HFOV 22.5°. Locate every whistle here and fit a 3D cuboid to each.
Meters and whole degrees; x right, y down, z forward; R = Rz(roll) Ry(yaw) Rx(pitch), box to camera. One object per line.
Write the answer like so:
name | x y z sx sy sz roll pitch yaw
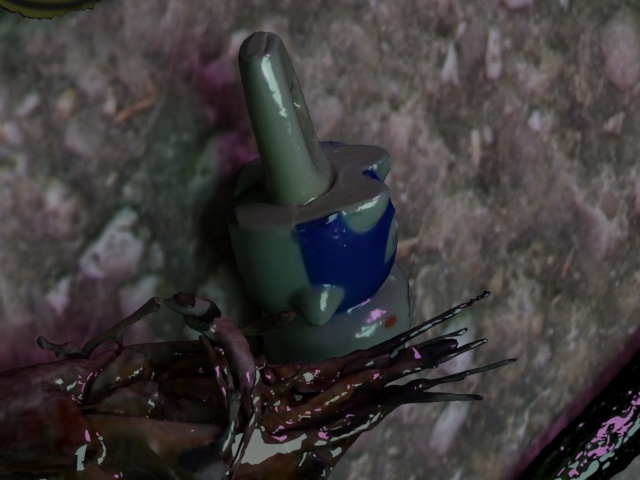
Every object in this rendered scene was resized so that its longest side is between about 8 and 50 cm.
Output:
whistle | 0.000 0.000 0.882 0.110 0.092 0.244 -81 160 -59

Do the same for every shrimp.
shrimp | -0.068 0.088 0.795 0.343 0.116 0.145 -18 102 -5

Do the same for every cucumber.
cucumber | 0.210 0.118 1.107 0.215 0.052 0.058 -42 102 -23

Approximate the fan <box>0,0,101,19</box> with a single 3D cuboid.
fan | -0.150 -0.205 0.731 0.335 0.011 0.229 -29 125 -47
